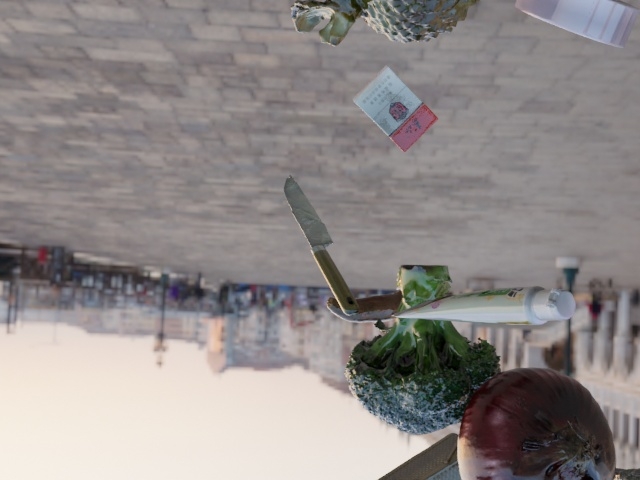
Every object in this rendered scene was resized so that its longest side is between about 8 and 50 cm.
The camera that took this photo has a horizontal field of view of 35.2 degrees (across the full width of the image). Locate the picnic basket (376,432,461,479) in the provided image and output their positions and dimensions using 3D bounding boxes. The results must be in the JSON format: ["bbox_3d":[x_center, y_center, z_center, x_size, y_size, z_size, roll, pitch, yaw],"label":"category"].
[{"bbox_3d":[0.263,0.557,2.216,0.266,0.165,0.139,-29,-170,-14],"label":"picnic basket"}]

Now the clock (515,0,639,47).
[{"bbox_3d":[0.426,-0.387,1.680,0.196,0.068,0.197,18,-160,-7],"label":"clock"}]

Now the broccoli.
[{"bbox_3d":[0.178,0.187,1.743,0.297,0.297,0.297,2,-178,0],"label":"broccoli"}]

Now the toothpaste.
[{"bbox_3d":[0.225,0.093,1.412,0.058,0.056,0.314,32,159,-29],"label":"toothpaste"}]

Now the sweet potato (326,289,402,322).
[{"bbox_3d":[0.122,0.132,2.097,0.255,0.078,0.058,-13,163,-33],"label":"sweet potato"}]

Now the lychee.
[{"bbox_3d":[0.120,-0.429,1.516,0.320,0.270,0.270,-31,-163,-34],"label":"lychee"}]

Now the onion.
[{"bbox_3d":[0.319,0.337,1.590,0.273,0.273,0.285,4,159,-27],"label":"onion"}]

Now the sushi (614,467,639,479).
[{"bbox_3d":[0.712,0.554,2.153,0.184,0.139,0.274,1,170,-14],"label":"sushi"}]

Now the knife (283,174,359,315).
[{"bbox_3d":[0.000,0.002,1.571,0.047,0.298,0.017,-12,140,-22],"label":"knife"}]

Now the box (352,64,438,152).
[{"bbox_3d":[0.152,-0.268,2.059,0.152,0.100,0.048,44,-170,-10],"label":"box"}]
